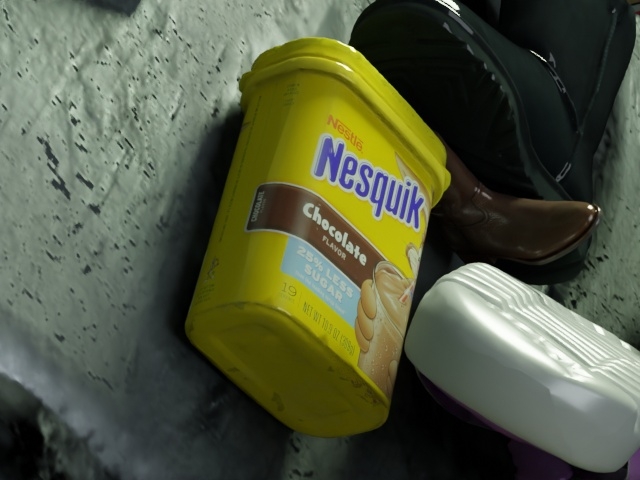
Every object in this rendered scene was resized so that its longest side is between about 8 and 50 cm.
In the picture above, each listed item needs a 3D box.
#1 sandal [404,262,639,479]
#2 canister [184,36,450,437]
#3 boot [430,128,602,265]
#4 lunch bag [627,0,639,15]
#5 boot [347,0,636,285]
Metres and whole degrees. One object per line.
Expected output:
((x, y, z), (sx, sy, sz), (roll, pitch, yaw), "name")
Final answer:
((0.118, 0.090, 1.060), (0.169, 0.102, 0.416), (35, 6, 21), "sandal")
((0.000, 0.000, 0.995), (0.126, 0.073, 0.170), (44, 44, -35), "canister")
((0.088, -0.033, 1.101), (0.114, 0.106, 0.037), (47, 45, -31), "boot")
((0.192, -0.323, 1.382), (0.258, 0.120, 0.293), (16, 61, -46), "lunch bag")
((0.110, -0.121, 1.181), (0.246, 0.094, 0.207), (50, 43, -40), "boot")
